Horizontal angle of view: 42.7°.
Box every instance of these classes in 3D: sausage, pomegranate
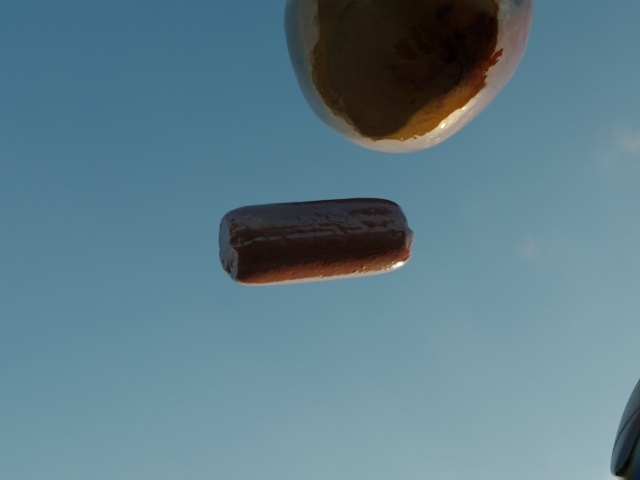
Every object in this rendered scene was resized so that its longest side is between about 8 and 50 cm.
[{"bbox_3d":[0.000,0.000,0.619,0.154,0.062,0.062,-5,-45,-27],"label":"sausage"},{"bbox_3d":[0.094,-0.256,0.988,0.319,0.319,0.319,3,-51,4],"label":"pomegranate"}]

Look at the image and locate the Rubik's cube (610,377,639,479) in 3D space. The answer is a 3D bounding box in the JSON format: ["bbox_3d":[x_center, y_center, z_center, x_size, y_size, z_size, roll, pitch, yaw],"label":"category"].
[{"bbox_3d":[0.425,0.224,0.860,0.254,0.254,0.254,3,-51,4],"label":"Rubik's cube"}]
